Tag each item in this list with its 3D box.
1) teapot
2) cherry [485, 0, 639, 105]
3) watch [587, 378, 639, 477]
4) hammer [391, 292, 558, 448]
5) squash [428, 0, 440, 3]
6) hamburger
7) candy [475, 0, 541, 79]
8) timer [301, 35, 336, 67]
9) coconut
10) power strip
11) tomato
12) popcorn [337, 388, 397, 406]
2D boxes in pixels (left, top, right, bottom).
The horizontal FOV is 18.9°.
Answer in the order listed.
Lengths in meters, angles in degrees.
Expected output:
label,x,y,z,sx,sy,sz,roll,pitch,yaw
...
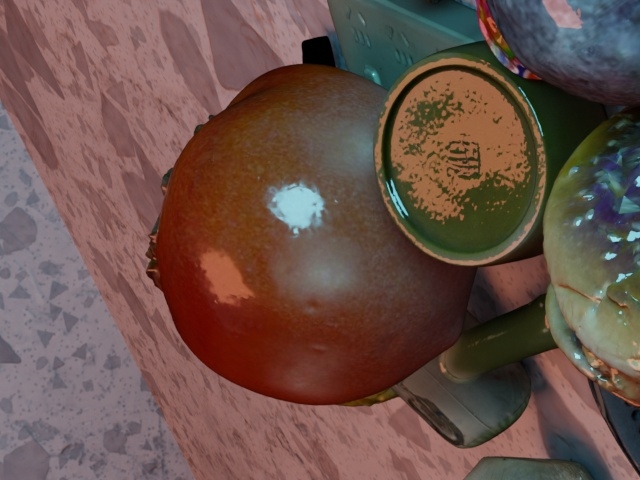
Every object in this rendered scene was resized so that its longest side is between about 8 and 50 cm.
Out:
label,x,y,z,sx,sy,sz,roll,pitch,yaw
teapot,0.174,-0.078,1.608,0.268,0.175,0.185,8,106,39
cherry,0.205,-0.182,1.344,0.195,0.195,0.195,50,159,27
watch,0.317,0.157,1.736,0.206,0.068,0.193,55,160,5
hammer,0.170,0.099,1.942,0.206,0.119,0.335,43,153,-9
squash,0.094,-0.296,1.612,0.071,0.080,0.318,11,145,13
hamburger,0.276,0.005,1.349,0.286,0.243,0.146,-83,-15,-46
candy,0.137,-0.301,1.485,0.365,0.124,0.124,69,161,-4
timer,0.008,-0.109,2.058,0.187,0.055,0.144,80,180,-46
coconut,0.223,0.312,2.041,0.161,0.161,0.162,175,99,-70
power strip,0.109,-0.144,1.820,0.265,0.059,0.193,33,148,51
tomato,0.000,0.000,1.800,0.321,0.321,0.321,50,159,27
popcorn,0.036,0.097,2.193,0.204,0.183,0.221,34,169,-24
